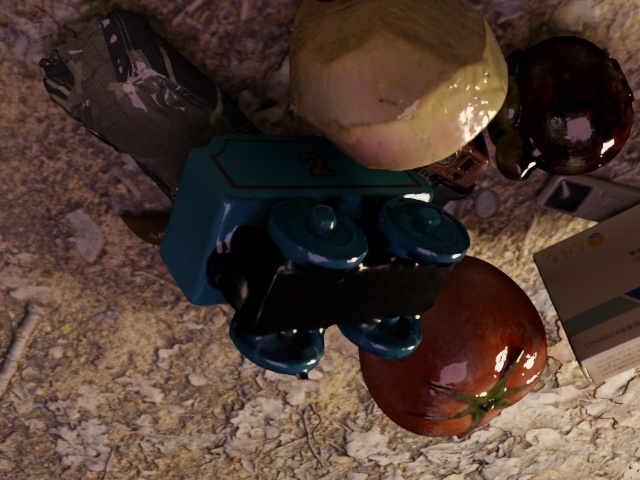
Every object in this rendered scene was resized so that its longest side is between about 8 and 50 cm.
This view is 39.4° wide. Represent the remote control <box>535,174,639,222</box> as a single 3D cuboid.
[{"bbox_3d":[0.427,-0.044,1.258,0.260,0.029,0.067,13,131,-19],"label":"remote control"}]

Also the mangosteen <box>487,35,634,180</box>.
[{"bbox_3d":[0.272,-0.145,1.039,0.184,0.172,0.172,-41,129,5],"label":"mangosteen"}]

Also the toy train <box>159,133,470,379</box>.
[{"bbox_3d":[0.000,0.000,0.993,0.300,0.265,0.188,-4,129,-36],"label":"toy train"}]

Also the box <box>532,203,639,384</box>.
[{"bbox_3d":[0.475,0.033,1.185,0.343,0.200,0.065,-26,135,15],"label":"box"}]

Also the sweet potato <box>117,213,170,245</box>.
[{"bbox_3d":[-0.137,-0.012,1.203,0.273,0.067,0.067,2,135,-2],"label":"sweet potato"}]

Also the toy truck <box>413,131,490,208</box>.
[{"bbox_3d":[0.131,-0.080,1.150,0.092,0.083,0.192,25,129,-28],"label":"toy truck"}]

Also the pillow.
[{"bbox_3d":[-0.171,-0.129,1.057,0.161,0.093,0.335,-26,133,26],"label":"pillow"}]

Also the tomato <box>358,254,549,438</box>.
[{"bbox_3d":[0.178,0.142,1.269,0.264,0.265,0.265,-3,135,-3],"label":"tomato"}]

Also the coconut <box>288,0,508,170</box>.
[{"bbox_3d":[0.082,-0.173,0.961,0.237,0.237,0.197,41,84,-37],"label":"coconut"}]
